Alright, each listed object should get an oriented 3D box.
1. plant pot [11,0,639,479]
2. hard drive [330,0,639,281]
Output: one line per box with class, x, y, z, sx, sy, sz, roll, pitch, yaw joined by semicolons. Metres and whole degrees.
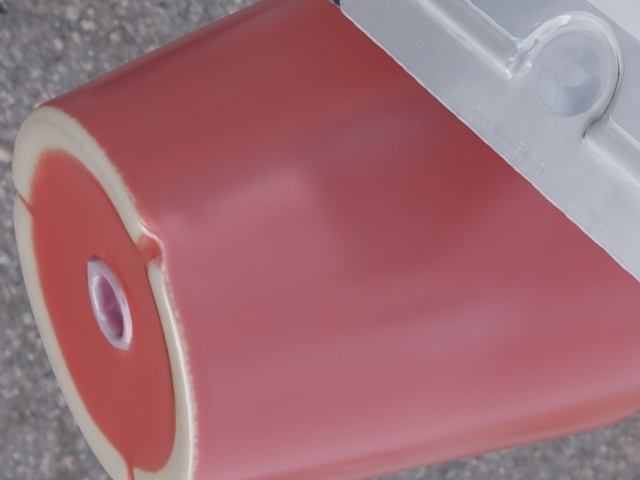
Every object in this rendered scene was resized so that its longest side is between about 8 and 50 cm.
plant pot;0.000;0.000;0.725;0.243;0.275;0.275;-18;137;-27
hard drive;0.166;-0.156;0.477;0.064;0.237;0.339;7;123;-50
